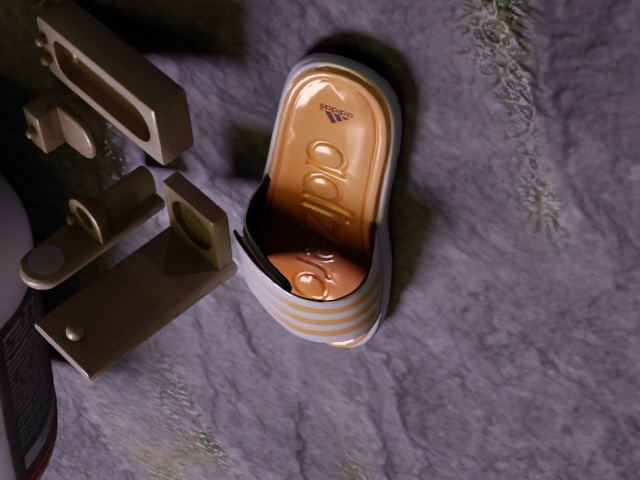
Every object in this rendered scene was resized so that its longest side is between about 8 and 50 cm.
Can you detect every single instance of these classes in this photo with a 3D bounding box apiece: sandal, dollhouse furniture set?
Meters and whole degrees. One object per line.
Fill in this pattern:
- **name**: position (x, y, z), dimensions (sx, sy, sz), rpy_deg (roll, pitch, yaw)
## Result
- **sandal**: position (-0.010, -0.004, 0.937), dimensions (0.102, 0.076, 0.265), rpy_deg (20, 143, 13)
- **dollhouse furniture set**: position (-0.150, -0.032, 0.926), dimensions (0.144, 0.123, 0.151), rpy_deg (39, 153, 27)

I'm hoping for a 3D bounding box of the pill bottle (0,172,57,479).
- **pill bottle**: position (-0.309, 0.053, 1.100), dimensions (0.210, 0.210, 0.363), rpy_deg (21, 143, 12)
